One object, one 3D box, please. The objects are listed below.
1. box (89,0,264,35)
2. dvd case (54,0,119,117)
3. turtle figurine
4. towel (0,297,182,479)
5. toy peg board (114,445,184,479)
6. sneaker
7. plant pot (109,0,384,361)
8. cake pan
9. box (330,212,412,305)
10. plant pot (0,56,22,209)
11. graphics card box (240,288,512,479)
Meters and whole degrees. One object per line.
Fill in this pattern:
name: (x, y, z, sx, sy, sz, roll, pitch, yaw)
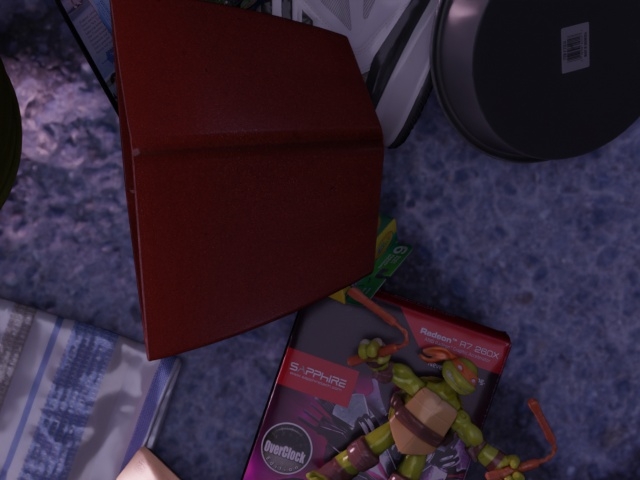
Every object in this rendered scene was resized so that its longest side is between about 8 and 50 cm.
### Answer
box: (-0.179, -0.298, 1.408, 0.159, 0.044, 0.233, -40, 75, 20)
dvd case: (-0.185, -0.244, 1.449, 0.180, 0.022, 0.253, -35, 77, 21)
turtle figurine: (0.086, 0.185, 1.360, 0.269, 0.087, 0.217, 39, 99, -7)
towel: (-0.313, 0.184, 1.472, 0.285, 0.034, 0.209, 20, 90, -9)
toy peg board: (-0.173, 0.337, 1.431, 0.161, 0.079, 0.161, 35, 86, 36)
sneaker: (0.060, -0.347, 1.411, 0.257, 0.169, 0.447, 24, 94, 1)
plant pot: (-0.073, -0.076, 1.309, 0.235, 0.267, 0.267, -7, 132, -9)
cake pan: (0.253, -0.209, 1.379, 0.293, 0.054, 0.293, -11, 118, -21)
box: (0.000, 0.000, 1.420, 0.179, 0.043, 0.105, 23, 54, 27)
plant pot: (-0.477, -0.182, 1.284, 0.366, 0.353, 0.366, 4, 67, -10)
graphics card box: (0.041, 0.241, 1.453, 0.232, 0.094, 0.371, 20, 92, 2)
